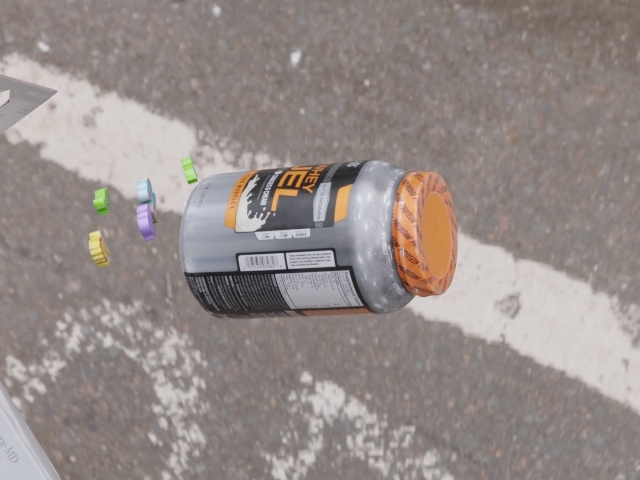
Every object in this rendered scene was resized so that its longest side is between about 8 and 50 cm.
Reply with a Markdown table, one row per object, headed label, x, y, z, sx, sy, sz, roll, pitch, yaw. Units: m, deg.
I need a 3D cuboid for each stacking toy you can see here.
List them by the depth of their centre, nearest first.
| label | x | y | z | sx | sy | sz | roll | pitch | yaw |
| --- | --- | --- | --- | --- | --- | --- | --- | --- | --- |
| stacking toy | -0.268 | -0.053 | 1.968 | 0.167 | 0.052 | 0.221 | -18 | 33 | 2 |

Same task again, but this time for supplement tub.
| label | x | y | z | sx | sy | sz | roll | pitch | yaw |
| --- | --- | --- | --- | --- | --- | --- | --- | --- | --- |
| supplement tub | 0.000 | 0.000 | 1.616 | 0.316 | 0.193 | 0.193 | -4 | 60 | 24 |

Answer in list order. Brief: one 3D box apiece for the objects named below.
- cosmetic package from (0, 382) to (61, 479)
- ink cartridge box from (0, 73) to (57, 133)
| label | x | y | z | sx | sy | sz | roll | pitch | yaw |
| --- | --- | --- | --- | --- | --- | --- | --- | --- | --- |
| cosmetic package | -0.422 | 0.277 | 1.432 | 0.225 | 0.224 | 0.138 | -30 | 32 | -11 |
| ink cartridge box | -0.467 | -0.131 | 1.505 | 0.261 | 0.296 | 0.066 | -38 | 88 | 5 |
